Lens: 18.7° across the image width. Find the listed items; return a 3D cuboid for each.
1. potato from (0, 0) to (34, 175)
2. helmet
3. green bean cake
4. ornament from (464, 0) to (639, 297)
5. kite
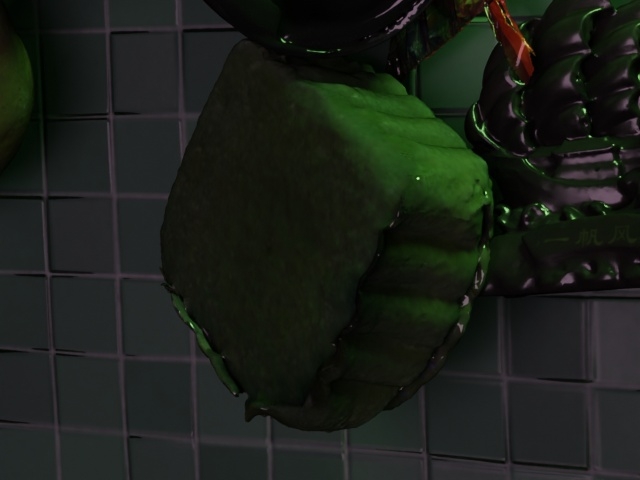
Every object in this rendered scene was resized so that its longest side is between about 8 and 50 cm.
[{"bbox_3d":[-0.311,-0.106,1.453,0.178,0.160,0.235,57,134,28],"label":"potato"},{"bbox_3d":[-0.007,-0.226,1.263,0.189,0.193,0.216,-36,92,11],"label":"helmet"},{"bbox_3d":[0.000,0.000,1.301,0.227,0.125,0.222,49,121,44],"label":"green bean cake"},{"bbox_3d":[0.204,-0.094,1.247,0.251,0.106,0.260,-7,82,37],"label":"ornament"},{"bbox_3d":[0.105,-0.185,1.290,0.232,0.009,0.189,-43,59,37],"label":"kite"}]
